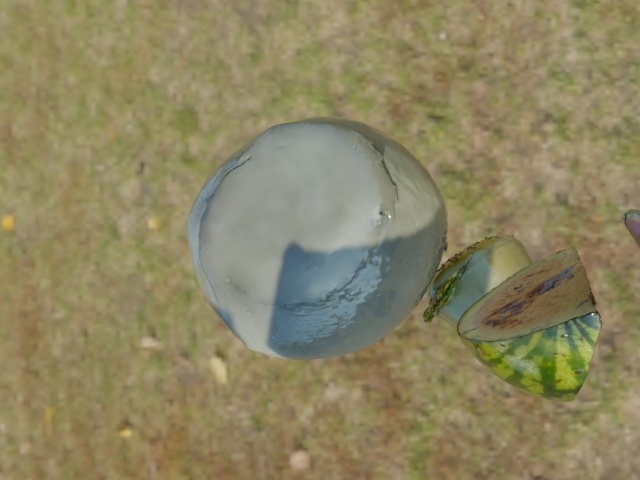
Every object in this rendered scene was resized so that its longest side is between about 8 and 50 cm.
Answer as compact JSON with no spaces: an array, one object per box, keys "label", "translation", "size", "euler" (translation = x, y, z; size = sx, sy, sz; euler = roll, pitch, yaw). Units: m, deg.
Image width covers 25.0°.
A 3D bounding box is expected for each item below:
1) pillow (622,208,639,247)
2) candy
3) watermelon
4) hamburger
[{"label":"pillow","translation":[0.268,0.022,0.837],"size":[0.075,0.171,0.179],"euler":[-54,0,-6]},{"label":"candy","translation":[0.000,0.000,1.599],"size":[0.296,0.185,0.295],"euler":[-3,82,19]},{"label":"watermelon","translation":[0.136,0.062,0.876],"size":[0.069,0.087,0.163],"euler":[61,-168,-8]},{"label":"hamburger","translation":[0.176,0.050,1.633],"size":[0.141,0.126,0.081],"euler":[-45,69,4]}]
